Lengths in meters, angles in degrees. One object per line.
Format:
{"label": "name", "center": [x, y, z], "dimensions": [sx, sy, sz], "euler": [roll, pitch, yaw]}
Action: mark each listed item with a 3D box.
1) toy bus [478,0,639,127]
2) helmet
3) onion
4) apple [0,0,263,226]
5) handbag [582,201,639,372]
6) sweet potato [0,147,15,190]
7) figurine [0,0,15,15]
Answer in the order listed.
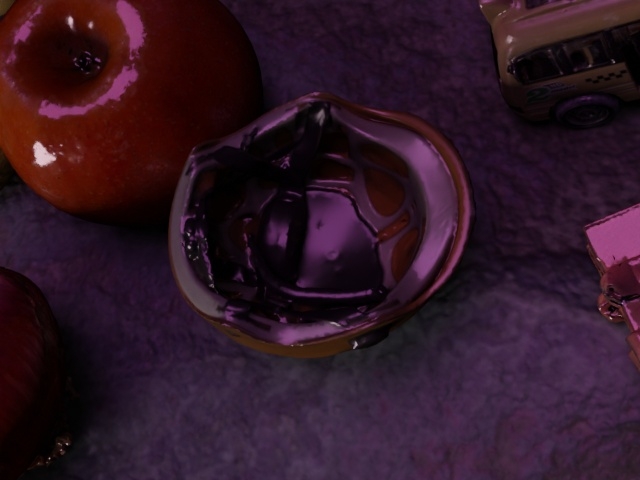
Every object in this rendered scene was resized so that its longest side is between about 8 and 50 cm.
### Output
{"label": "toy bus", "center": [0.255, -0.190, 0.739], "dimensions": [0.289, 0.157, 0.139], "euler": [-10, 65, 26]}
{"label": "helmet", "center": [0.000, 0.000, 0.780], "dimensions": [0.224, 0.130, 0.198], "euler": [-13, 70, -3]}
{"label": "onion", "center": [-0.276, 0.133, 0.812], "dimensions": [0.230, 0.163, 0.230], "euler": [-29, 39, 26]}
{"label": "apple", "center": [-0.159, -0.119, 0.845], "dimensions": [0.218, 0.201, 0.218], "euler": [-4, 75, 13]}
{"label": "handbag", "center": [0.286, 0.059, 0.699], "dimensions": [0.157, 0.059, 0.212], "euler": [-23, 62, 7]}
{"label": "sweet potato", "center": [-0.353, -0.049, 0.955], "dimensions": [0.244, 0.077, 0.077], "euler": [-39, 62, 9]}
{"label": "figurine", "center": [-0.318, -0.344, 0.958], "dimensions": [0.124, 0.222, 0.324], "euler": [-6, 51, 14]}
